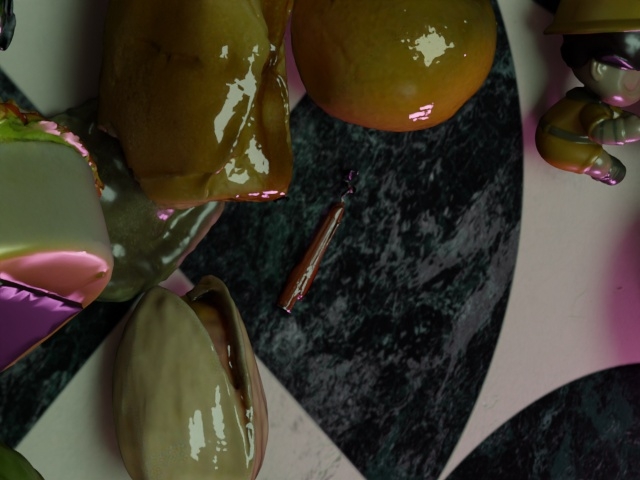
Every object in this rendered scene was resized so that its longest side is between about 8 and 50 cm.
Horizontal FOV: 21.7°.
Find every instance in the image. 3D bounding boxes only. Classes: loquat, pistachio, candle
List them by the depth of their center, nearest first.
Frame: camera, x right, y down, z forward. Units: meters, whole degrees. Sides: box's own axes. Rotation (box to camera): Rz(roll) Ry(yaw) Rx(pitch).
[{"bbox_3d":[-0.124,0.151,1.614,0.157,0.157,0.230,-8,94,-39],"label":"pistachio"},{"bbox_3d":[0.074,-0.206,1.649,0.208,0.208,0.208,-12,109,-38],"label":"loquat"},{"bbox_3d":[0.000,0.000,1.763,0.026,0.021,0.167,31,81,-20],"label":"candle"}]

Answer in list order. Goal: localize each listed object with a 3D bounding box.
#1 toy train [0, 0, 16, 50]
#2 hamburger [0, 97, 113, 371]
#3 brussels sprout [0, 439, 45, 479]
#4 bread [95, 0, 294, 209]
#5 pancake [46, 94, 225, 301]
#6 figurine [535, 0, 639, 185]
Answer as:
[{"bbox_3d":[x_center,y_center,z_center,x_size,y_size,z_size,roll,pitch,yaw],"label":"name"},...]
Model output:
[{"bbox_3d":[-0.358,-0.212,1.253,0.260,0.177,0.134,14,67,-3],"label":"toy train"},{"bbox_3d":[-0.308,0.005,1.359,0.294,0.179,0.276,-37,160,11],"label":"hamburger"},{"bbox_3d":[-0.330,0.253,1.424,0.219,0.210,0.271,-39,164,9],"label":"brussels sprout"},{"bbox_3d":[-0.111,-0.197,1.483,0.148,0.195,0.344,5,86,-45],"label":"bread"},{"bbox_3d":[-0.177,-0.054,1.584,0.236,0.042,0.223,-16,107,-39],"label":"pancake"},{"bbox_3d":[0.326,-0.198,1.891,0.167,0.192,0.257,26,104,-2],"label":"figurine"}]
